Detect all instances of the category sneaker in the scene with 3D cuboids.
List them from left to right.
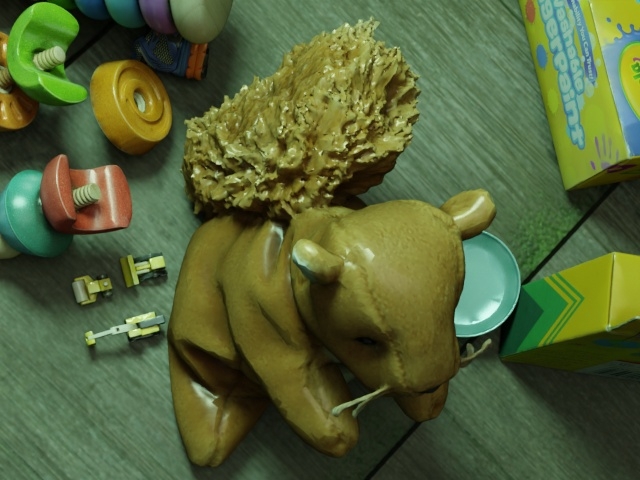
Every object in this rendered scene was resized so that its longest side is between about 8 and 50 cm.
[{"bbox_3d":[-0.161,-0.277,1.456,0.087,0.083,0.221,-1,77,-9],"label":"sneaker"}]

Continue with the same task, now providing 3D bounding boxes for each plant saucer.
[{"bbox_3d":[0.154,0.046,1.498,0.119,0.021,0.119,-1,78,4],"label":"plant saucer"}]

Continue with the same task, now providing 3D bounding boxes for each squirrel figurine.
[{"bbox_3d":[0.000,0.000,1.294,0.281,0.370,0.397,-12,83,-17],"label":"squirrel figurine"}]

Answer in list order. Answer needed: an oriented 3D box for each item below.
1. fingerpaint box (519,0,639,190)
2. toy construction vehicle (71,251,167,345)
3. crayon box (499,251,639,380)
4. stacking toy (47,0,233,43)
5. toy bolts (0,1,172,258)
[{"bbox_3d":[0.416,-0.308,1.574,0.371,0.163,0.444,-10,82,-18],"label":"fingerpaint box"},{"bbox_3d":[-0.196,0.059,1.406,0.098,0.035,0.086,-11,83,-17],"label":"toy construction vehicle"},{"bbox_3d":[0.333,0.081,1.400,0.202,0.318,0.081,10,78,-14],"label":"crayon box"},{"bbox_3d":[-0.255,-0.280,1.377,0.330,0.141,0.141,8,77,11],"label":"stacking toy"},{"bbox_3d":[-0.270,-0.087,1.388,0.218,0.158,0.228,19,59,-53],"label":"toy bolts"}]
